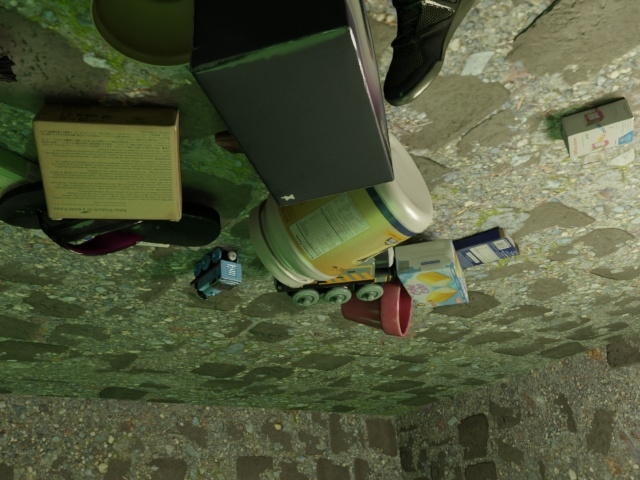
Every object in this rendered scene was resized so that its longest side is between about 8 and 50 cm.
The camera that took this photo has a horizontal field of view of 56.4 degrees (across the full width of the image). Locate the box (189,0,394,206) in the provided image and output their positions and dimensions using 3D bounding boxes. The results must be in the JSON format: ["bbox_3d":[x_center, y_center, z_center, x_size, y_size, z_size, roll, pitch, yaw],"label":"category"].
[{"bbox_3d":[-0.026,-0.250,0.772,0.183,0.294,0.296,-11,153,11],"label":"box"}]

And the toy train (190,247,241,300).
[{"bbox_3d":[-0.280,0.093,1.590,0.080,0.105,0.184,18,145,-36],"label":"toy train"}]

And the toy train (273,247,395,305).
[{"bbox_3d":[0.038,0.077,1.593,0.334,0.142,0.190,-5,143,-1],"label":"toy train"}]

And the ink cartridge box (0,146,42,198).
[{"bbox_3d":[-0.676,-0.106,1.200,0.235,0.056,0.171,-23,148,27],"label":"ink cartridge box"}]

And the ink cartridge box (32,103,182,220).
[{"bbox_3d":[-0.371,-0.138,1.072,0.235,0.088,0.193,1,124,-10],"label":"ink cartridge box"}]

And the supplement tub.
[{"bbox_3d":[0.036,-0.058,1.183,0.316,0.228,0.228,-30,145,25],"label":"supplement tub"}]

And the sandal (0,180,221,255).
[{"bbox_3d":[-0.423,-0.031,1.234,0.446,0.107,0.167,6,147,-23],"label":"sandal"}]

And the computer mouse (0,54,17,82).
[{"bbox_3d":[-0.579,-0.278,0.863,0.262,0.060,0.184,12,-168,16],"label":"computer mouse"}]

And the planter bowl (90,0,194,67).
[{"bbox_3d":[-0.213,-0.327,0.791,0.162,0.109,0.162,-3,153,-2],"label":"planter bowl"}]

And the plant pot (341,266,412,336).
[{"bbox_3d":[0.164,0.174,1.751,0.180,0.201,0.201,2,156,21],"label":"plant pot"}]

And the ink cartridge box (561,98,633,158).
[{"bbox_3d":[0.549,-0.220,1.186,0.123,0.052,0.088,-14,151,20],"label":"ink cartridge box"}]

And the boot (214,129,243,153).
[{"bbox_3d":[-0.084,-0.178,1.043,0.207,0.090,0.248,-4,-178,6],"label":"boot"}]

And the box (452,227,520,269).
[{"bbox_3d":[0.425,0.033,1.667,0.225,0.036,0.136,-19,149,27],"label":"box"}]

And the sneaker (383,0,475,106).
[{"bbox_3d":[0.124,-0.301,0.813,0.130,0.227,0.087,33,171,-37],"label":"sneaker"}]

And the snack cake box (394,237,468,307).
[{"bbox_3d":[0.310,0.097,1.647,0.152,0.089,0.264,-11,151,17],"label":"snack cake box"}]

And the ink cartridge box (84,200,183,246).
[{"bbox_3d":[-0.425,-0.058,1.339,0.206,0.045,0.208,6,149,-22],"label":"ink cartridge box"}]
